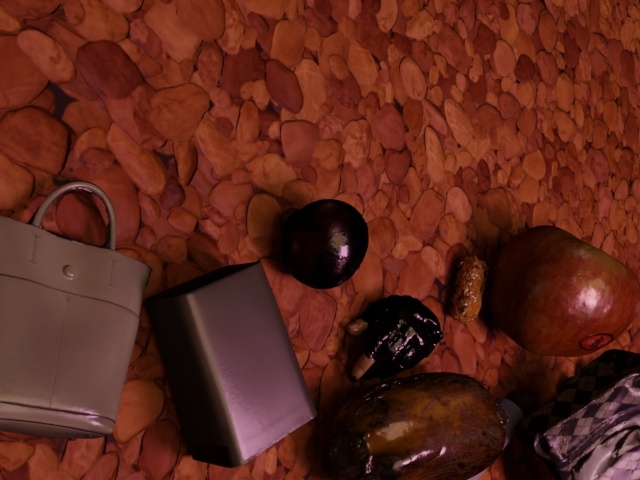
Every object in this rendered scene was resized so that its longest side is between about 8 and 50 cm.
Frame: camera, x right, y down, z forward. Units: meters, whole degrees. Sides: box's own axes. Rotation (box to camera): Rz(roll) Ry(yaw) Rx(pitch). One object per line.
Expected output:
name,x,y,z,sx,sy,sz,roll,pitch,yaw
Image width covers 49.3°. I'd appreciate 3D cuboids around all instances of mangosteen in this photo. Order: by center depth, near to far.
mangosteen,0.000,0.000,1.102,0.152,0.152,0.152,4,83,-41

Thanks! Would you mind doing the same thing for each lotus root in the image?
lotus root,0.180,0.327,1.190,0.397,0.179,0.196,3,75,-41

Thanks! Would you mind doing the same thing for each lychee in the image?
lychee,0.440,0.352,1.497,0.083,0.068,0.067,-29,76,-21

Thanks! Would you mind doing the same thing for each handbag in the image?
handbag,-0.327,0.076,0.853,0.241,0.109,0.315,23,58,-39
handbag,0.594,0.474,1.401,0.316,0.180,0.416,-26,94,-20

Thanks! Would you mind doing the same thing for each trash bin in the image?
trash bin,-0.124,0.166,0.981,0.164,0.122,0.241,-22,98,-41

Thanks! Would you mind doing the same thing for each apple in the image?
apple,0.491,0.115,1.438,0.309,0.277,0.250,25,99,-18

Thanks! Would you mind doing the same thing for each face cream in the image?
face cream,0.308,0.408,1.366,0.250,0.077,0.077,-32,107,-40

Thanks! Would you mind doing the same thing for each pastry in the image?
pastry,0.298,0.096,1.400,0.080,0.056,0.140,29,65,-49

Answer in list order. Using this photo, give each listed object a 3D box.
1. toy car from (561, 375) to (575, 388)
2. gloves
toy car,0.675,0.407,1.633,0.248,0.200,0.142,-19,130,-28
gloves,0.120,0.180,1.202,0.180,0.106,0.129,-45,117,-39
